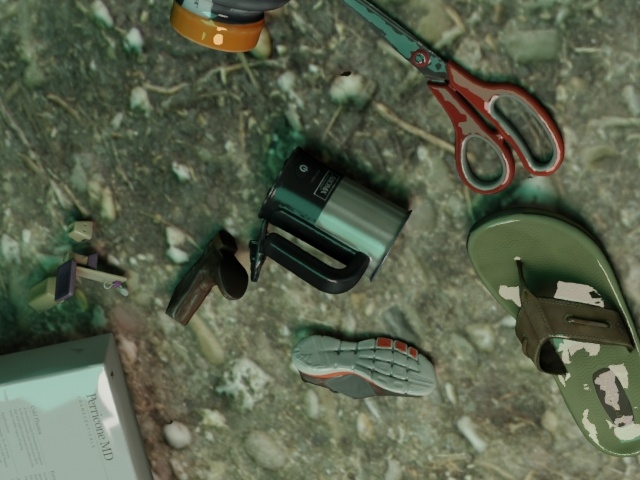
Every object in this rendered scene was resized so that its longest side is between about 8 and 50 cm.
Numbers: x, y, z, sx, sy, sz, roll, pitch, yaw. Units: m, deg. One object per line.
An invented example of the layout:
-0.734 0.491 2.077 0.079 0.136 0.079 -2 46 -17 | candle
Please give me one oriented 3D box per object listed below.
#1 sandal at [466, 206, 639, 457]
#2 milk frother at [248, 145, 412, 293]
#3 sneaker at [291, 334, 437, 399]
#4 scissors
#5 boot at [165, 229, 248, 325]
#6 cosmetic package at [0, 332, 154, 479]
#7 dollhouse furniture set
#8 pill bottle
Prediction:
0.253 0.095 1.212 0.120 0.086 0.302 -29 102 26 | sandal
0.000 0.000 1.255 0.135 0.129 0.143 30 162 3 | milk frother
0.049 0.143 1.326 0.158 0.061 0.065 12 143 13 | sneaker
0.117 -0.170 1.178 0.109 0.021 0.297 -32 100 29 | scissors
-0.125 0.060 1.312 0.037 0.106 0.114 28 119 -26 | boot
-0.329 0.314 1.391 0.284 0.097 0.377 -10 110 3 | cosmetic package
-0.271 0.040 1.396 0.081 0.091 0.114 17 154 -35 | dollhouse furniture set
-0.067 -0.297 1.112 0.130 0.130 0.245 22 118 7 | pill bottle
